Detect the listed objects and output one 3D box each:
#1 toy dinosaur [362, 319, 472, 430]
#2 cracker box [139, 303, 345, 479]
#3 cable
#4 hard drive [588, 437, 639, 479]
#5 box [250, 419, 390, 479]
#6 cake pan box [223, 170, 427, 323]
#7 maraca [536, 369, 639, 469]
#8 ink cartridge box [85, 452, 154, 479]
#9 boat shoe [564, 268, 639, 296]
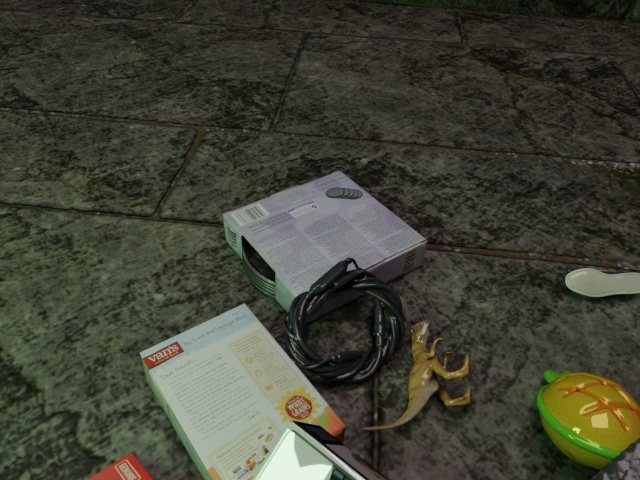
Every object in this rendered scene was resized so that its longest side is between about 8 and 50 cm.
[{"bbox_3d":[0.138,0.192,0.700,0.112,0.064,0.211,-2,28,22],"label":"toy dinosaur"},{"bbox_3d":[-0.101,0.199,0.659,0.156,0.067,0.232,-24,48,-28],"label":"cracker box"},{"bbox_3d":[0.033,0.121,0.739,0.184,0.047,0.150,-41,92,-31],"label":"cable"},{"bbox_3d":[0.312,0.368,0.419,0.237,0.064,0.339,-39,49,-3],"label":"hard drive"},{"bbox_3d":[0.048,0.313,0.464,0.290,0.087,0.169,31,82,29],"label":"box"},{"bbox_3d":[0.000,0.000,0.896,0.267,0.070,0.246,-24,46,-28],"label":"cake pan box"},{"bbox_3d":[0.331,0.209,0.655,0.127,0.099,0.186,20,18,16],"label":"maraca"},{"bbox_3d":[-0.253,0.279,0.445,0.261,0.066,0.296,-29,15,-31],"label":"ink cartridge box"},{"bbox_3d":[0.456,0.068,0.864,0.125,0.038,0.046,-3,83,2],"label":"boat shoe"}]
